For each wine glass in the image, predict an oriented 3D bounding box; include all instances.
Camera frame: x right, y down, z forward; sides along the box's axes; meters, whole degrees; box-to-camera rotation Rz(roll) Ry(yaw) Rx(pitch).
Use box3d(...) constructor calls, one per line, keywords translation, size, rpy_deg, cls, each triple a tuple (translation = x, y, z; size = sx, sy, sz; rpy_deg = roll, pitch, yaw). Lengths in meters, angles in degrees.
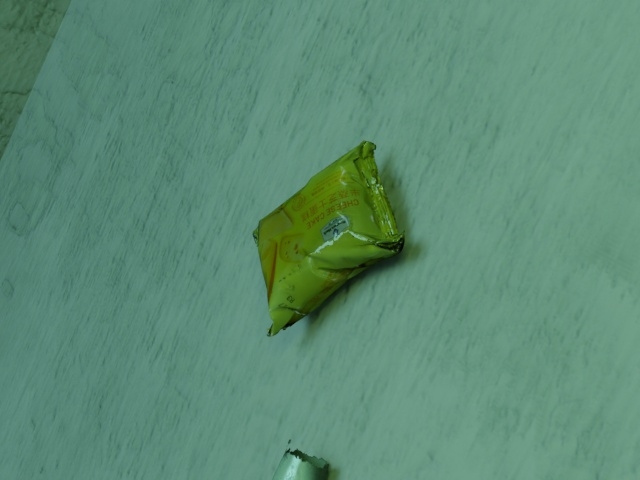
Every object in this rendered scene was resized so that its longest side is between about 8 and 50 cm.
box3d(translation=(-0.054, 0.344, 1.176), size=(0.074, 0.074, 0.262), rpy_deg=(16, 85, 56), cls="wine glass")

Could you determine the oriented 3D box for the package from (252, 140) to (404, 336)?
box3d(translation=(0.000, 0.000, 1.261), size=(0.226, 0.090, 0.168), rpy_deg=(-41, 45, 32), cls="package")
